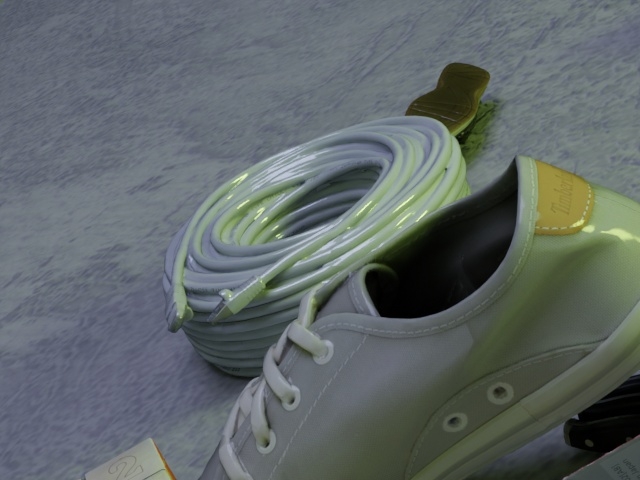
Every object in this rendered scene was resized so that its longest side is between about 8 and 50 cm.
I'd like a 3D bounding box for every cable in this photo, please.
[{"bbox_3d":[0.000,0.000,1.541,0.257,0.089,0.257,-26,21,1],"label":"cable"}]

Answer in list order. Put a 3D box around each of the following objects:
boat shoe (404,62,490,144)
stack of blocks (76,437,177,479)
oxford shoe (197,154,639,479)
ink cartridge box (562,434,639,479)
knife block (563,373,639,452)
[{"bbox_3d":[0.108,-0.102,1.692,0.056,0.049,0.152,16,32,18],"label":"boat shoe"},{"bbox_3d":[-0.054,0.237,0.970,0.087,0.171,0.297,-30,23,-5],"label":"stack of blocks"},{"bbox_3d":[0.009,0.100,1.157,0.449,0.130,0.169,-39,22,23],"label":"oxford shoe"},{"bbox_3d":[0.240,0.086,0.902,0.224,0.181,0.056,-32,35,17],"label":"ink cartridge box"},{"bbox_3d":[0.248,0.067,1.100,0.242,0.088,0.276,-33,21,4],"label":"knife block"}]
